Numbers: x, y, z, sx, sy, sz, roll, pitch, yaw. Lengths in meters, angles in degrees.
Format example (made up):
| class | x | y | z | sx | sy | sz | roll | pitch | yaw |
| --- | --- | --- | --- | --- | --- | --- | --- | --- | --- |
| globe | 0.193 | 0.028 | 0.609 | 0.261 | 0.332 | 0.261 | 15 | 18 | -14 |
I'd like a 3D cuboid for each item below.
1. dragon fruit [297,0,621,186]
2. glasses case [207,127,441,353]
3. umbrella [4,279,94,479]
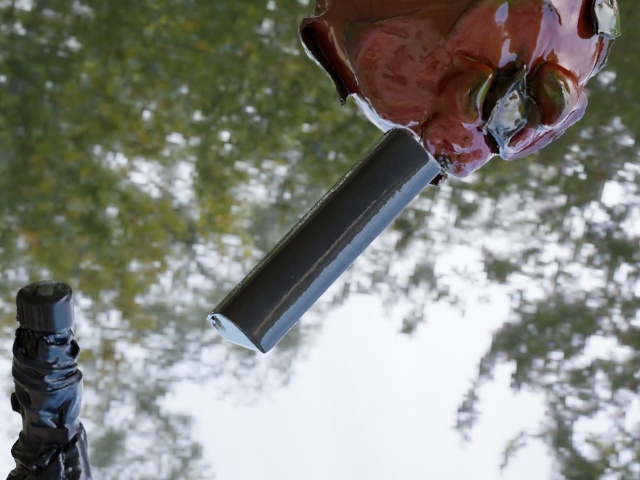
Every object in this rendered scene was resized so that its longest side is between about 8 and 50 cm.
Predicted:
| class | x | y | z | sx | sy | sz | roll | pitch | yaw |
| --- | --- | --- | --- | --- | --- | --- | --- | --- | --- |
| dragon fruit | 0.150 | -0.175 | 1.418 | 0.305 | 0.305 | 0.225 | -32 | -106 | 44 |
| glasses case | 0.001 | -0.001 | 1.031 | 0.190 | 0.042 | 0.072 | -46 | -166 | -12 |
| umbrella | -0.192 | 0.136 | 1.029 | 0.080 | 0.071 | 0.224 | 15 | -65 | 25 |
